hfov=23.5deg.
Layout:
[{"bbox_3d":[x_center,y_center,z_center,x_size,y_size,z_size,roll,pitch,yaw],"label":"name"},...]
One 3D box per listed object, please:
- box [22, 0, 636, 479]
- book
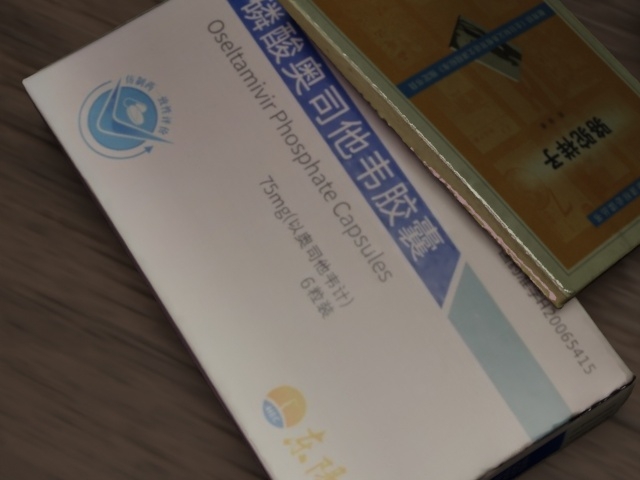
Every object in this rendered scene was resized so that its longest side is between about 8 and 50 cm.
[{"bbox_3d":[0.000,0.000,0.885,0.200,0.065,0.343,-31,72,-10],"label":"box"},{"bbox_3d":[0.108,-0.090,0.895,0.170,0.018,0.242,-33,75,-37],"label":"book"}]
